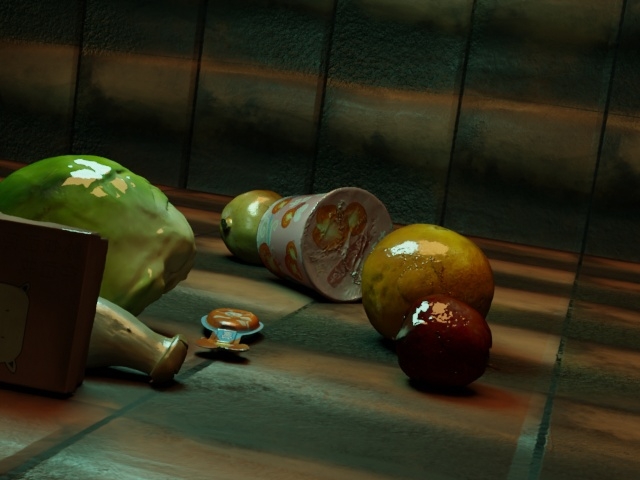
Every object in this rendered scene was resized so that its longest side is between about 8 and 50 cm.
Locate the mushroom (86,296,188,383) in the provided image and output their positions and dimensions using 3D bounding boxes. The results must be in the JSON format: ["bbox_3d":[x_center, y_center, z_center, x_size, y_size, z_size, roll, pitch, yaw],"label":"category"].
[{"bbox_3d":[-0.297,0.138,1.430,0.225,0.093,0.116,14,52,-3],"label":"mushroom"}]

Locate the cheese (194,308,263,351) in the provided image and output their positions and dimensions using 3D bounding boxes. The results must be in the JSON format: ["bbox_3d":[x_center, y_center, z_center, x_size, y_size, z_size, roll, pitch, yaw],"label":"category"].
[{"bbox_3d":[-0.150,0.147,1.679,0.106,0.037,0.256,6,7,-1],"label":"cheese"}]

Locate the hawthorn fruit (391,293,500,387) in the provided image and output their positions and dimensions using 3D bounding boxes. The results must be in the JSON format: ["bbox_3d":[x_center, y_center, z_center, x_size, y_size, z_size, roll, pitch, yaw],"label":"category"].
[{"bbox_3d":[0.198,0.160,1.575,0.172,0.148,0.148,18,11,18],"label":"hawthorn fruit"}]

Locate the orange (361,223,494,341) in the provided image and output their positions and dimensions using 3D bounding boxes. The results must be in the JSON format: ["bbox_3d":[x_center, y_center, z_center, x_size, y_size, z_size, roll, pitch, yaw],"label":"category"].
[{"bbox_3d":[0.188,0.085,1.812,0.240,0.240,0.240,7,8,-1],"label":"orange"}]

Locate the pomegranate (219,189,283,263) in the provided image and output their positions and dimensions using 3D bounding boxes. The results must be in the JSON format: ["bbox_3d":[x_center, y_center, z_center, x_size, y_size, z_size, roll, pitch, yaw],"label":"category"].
[{"bbox_3d":[-0.152,-0.030,2.464,0.191,0.191,0.191,7,8,-1],"label":"pomegranate"}]

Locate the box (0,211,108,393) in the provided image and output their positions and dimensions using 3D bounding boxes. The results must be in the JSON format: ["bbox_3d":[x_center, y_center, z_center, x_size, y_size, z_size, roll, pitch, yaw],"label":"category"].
[{"bbox_3d":[-0.398,0.074,1.334,0.215,0.215,0.086,9,0,7],"label":"box"}]

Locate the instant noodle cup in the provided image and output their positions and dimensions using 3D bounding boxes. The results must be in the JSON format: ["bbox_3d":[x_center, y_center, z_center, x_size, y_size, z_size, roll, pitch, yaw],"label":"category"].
[{"bbox_3d":[0.000,0.000,2.211,0.243,0.243,0.231,2,3,-33],"label":"instant noodle cup"}]

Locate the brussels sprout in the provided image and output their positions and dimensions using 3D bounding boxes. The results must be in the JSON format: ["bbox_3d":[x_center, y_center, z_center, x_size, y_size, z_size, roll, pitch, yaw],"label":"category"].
[{"bbox_3d":[-0.378,0.020,1.615,0.344,0.344,0.268,5,-26,-16],"label":"brussels sprout"}]
